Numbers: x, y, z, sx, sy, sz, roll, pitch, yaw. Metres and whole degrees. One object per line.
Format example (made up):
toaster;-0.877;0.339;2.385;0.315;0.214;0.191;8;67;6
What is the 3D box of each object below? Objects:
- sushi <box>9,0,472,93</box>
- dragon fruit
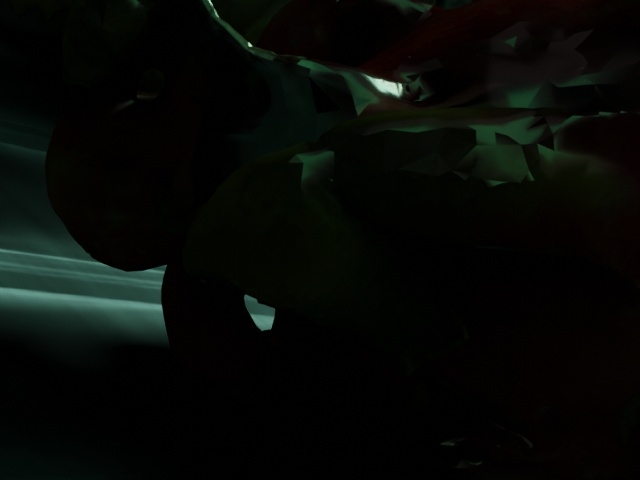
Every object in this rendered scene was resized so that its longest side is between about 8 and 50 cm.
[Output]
sushi;0.009;-0.241;0.903;0.240;0.396;0.351;35;20;16
dragon fruit;0.067;0.009;0.535;0.307;0.243;0.227;-8;48;-7
